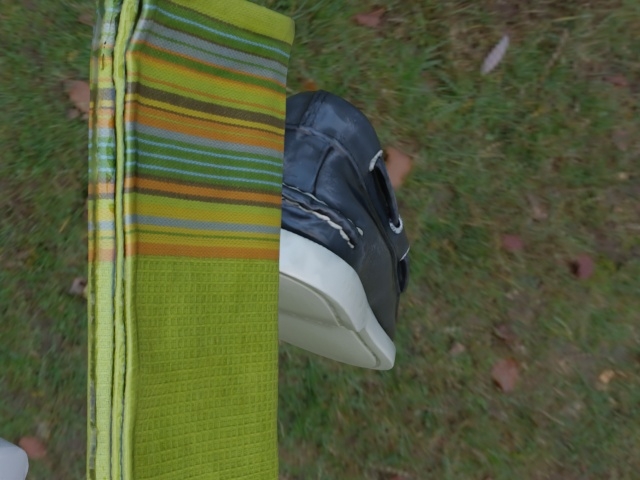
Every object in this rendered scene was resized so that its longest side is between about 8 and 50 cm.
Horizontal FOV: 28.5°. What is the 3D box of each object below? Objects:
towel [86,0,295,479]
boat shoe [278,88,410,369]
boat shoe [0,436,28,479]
[{"bbox_3d":[-0.037,0.037,0.407,0.021,0.102,0.237,1,91,29],"label":"towel"},{"bbox_3d":[-0.004,-0.001,0.744,0.127,0.340,0.113,17,79,12],"label":"boat shoe"},{"bbox_3d":[-0.251,0.138,0.573,0.102,0.301,0.108,30,109,16],"label":"boat shoe"}]
